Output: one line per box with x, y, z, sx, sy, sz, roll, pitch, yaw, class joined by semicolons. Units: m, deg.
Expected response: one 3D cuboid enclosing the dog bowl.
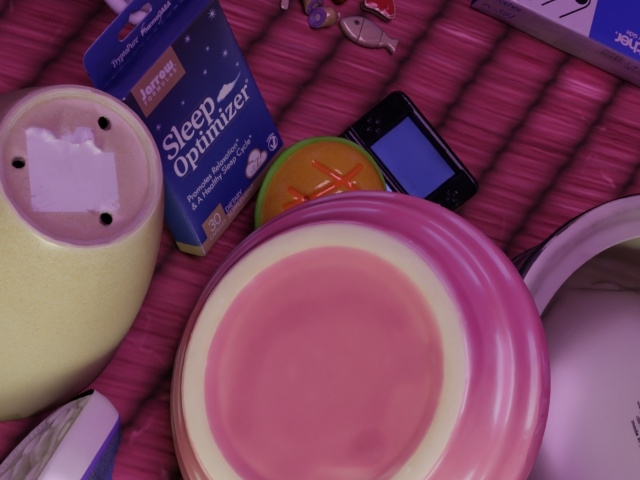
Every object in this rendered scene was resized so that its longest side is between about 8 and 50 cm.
0.270;0.169;1.653;0.408;0.150;0.408;5;80;-29;dog bowl

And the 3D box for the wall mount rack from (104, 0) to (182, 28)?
-0.217;-0.349;1.616;0.304;0.130;0.350;23;62;-42;wall mount rack

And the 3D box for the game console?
0.064;-0.056;1.717;0.122;0.107;0.071;51;32;-2;game console

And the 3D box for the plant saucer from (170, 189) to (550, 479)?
0.016;0.114;1.506;0.084;0.332;0.332;31;52;-62;plant saucer

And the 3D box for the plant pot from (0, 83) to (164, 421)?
-0.226;-0.011;1.451;0.256;0.274;0.256;8;71;-22;plant pot

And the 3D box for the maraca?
0.000;0.000;1.656;0.127;0.099;0.186;3;98;-18;maraca

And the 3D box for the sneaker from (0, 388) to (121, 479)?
-0.181;0.307;1.461;0.236;0.130;0.323;40;56;-19;sneaker

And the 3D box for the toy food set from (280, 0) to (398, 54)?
0.024;-0.230;1.784;0.122;0.019;0.078;16;67;-19;toy food set

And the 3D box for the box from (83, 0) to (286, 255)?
-0.112;-0.112;1.598;0.136;0.036;0.225;-53;137;-28;box

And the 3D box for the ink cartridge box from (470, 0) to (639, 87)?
0.259;-0.240;1.880;0.207;0.046;0.097;23;66;-16;ink cartridge box
